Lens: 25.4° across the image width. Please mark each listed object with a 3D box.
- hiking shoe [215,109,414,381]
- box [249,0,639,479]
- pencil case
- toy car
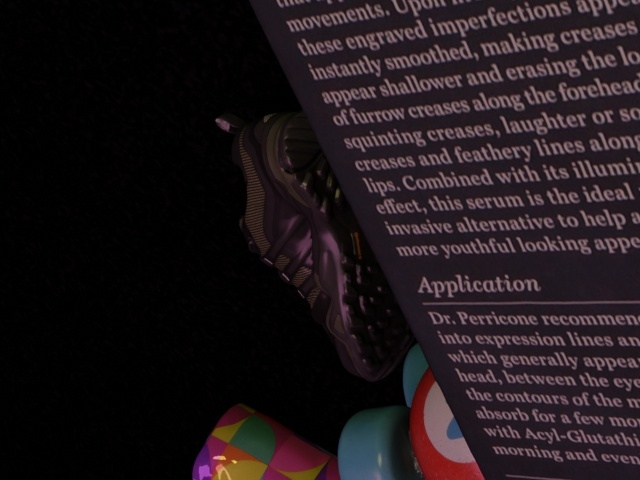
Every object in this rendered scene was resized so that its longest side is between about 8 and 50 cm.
[{"bbox_3d":[0.000,0.000,1.052,0.114,0.086,0.227,12,130,49],"label":"hiking shoe"},{"bbox_3d":[0.171,-0.081,0.654,0.212,0.293,0.395,-3,125,40],"label":"box"},{"bbox_3d":[-0.005,0.238,1.255,0.236,0.104,0.104,25,139,17],"label":"pencil case"},{"bbox_3d":[0.111,0.033,0.902,0.219,0.210,0.238,-13,106,33],"label":"toy car"}]
